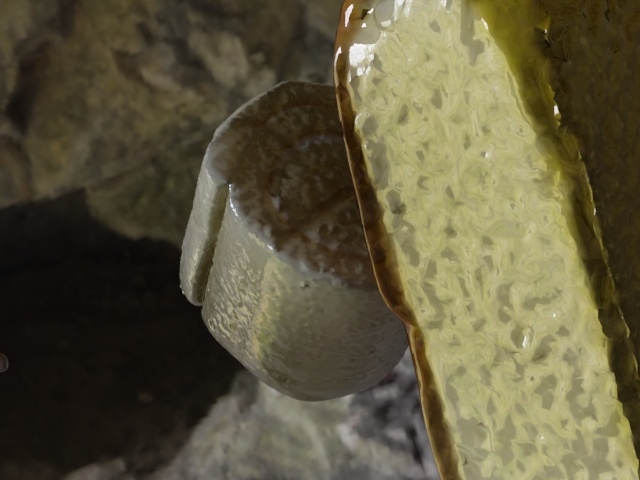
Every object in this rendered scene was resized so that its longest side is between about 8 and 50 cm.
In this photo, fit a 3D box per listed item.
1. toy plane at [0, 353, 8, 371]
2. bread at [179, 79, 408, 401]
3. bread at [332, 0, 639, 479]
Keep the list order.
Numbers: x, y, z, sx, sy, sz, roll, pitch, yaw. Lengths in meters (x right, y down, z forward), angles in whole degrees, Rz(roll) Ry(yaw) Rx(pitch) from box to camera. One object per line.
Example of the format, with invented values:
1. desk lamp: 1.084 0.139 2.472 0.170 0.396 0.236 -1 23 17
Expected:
1. toy plane: -0.268 0.146 0.894 0.104 0.326 0.223 22 48 -3
2. bread: 0.000 0.000 0.822 0.134 0.148 0.141 -45 -13 -31
3. bread: 0.183 -0.019 0.711 0.333 0.323 0.143 -27 15 -38
